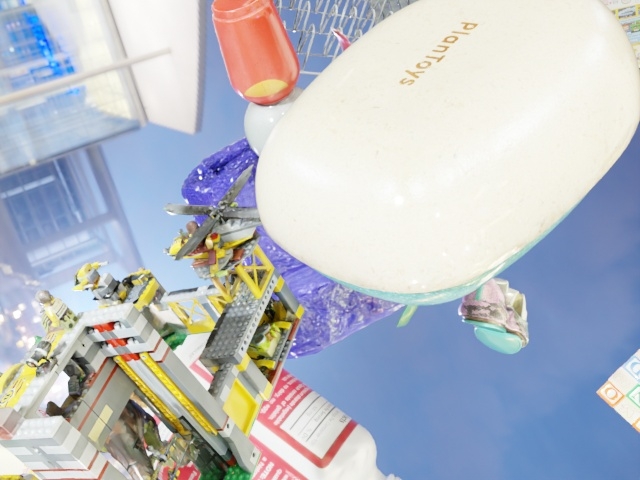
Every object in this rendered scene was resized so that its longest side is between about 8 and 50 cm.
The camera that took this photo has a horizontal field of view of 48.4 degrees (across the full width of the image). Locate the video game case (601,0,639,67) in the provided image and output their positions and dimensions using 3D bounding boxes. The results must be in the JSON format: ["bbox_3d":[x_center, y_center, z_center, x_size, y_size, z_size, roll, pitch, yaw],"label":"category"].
[{"bbox_3d":[0.545,-0.426,1.394,0.026,0.226,0.206,-72,150,-60],"label":"video game case"}]

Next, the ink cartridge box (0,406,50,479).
[{"bbox_3d":[-0.573,0.385,1.193,0.198,0.197,0.270,28,-7,37],"label":"ink cartridge box"}]

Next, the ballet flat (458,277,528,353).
[{"bbox_3d":[0.231,0.092,0.922,0.076,0.079,0.221,11,-13,27],"label":"ballet flat"}]

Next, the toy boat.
[{"bbox_3d":[0.045,-0.082,0.485,0.318,0.267,0.148,28,-31,41],"label":"toy boat"}]

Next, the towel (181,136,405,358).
[{"bbox_3d":[0.000,0.000,0.815,0.076,0.227,0.308,52,-11,47],"label":"towel"}]

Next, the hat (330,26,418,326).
[{"bbox_3d":[0.053,-0.051,0.681,0.183,0.209,0.173,31,11,7],"label":"hat"}]

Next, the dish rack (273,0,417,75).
[{"bbox_3d":[0.018,-0.272,0.830,0.074,0.271,0.208,118,-32,-54],"label":"dish rack"}]

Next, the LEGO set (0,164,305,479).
[{"bbox_3d":[-0.161,0.085,0.529,0.254,0.331,0.192,-5,-50,36],"label":"LEGO set"}]

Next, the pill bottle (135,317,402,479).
[{"bbox_3d":[-0.072,0.312,1.017,0.407,0.229,0.229,35,-33,12],"label":"pill bottle"}]

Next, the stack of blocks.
[{"bbox_3d":[0.694,0.325,1.319,0.297,0.087,0.171,45,-46,23],"label":"stack of blocks"}]
